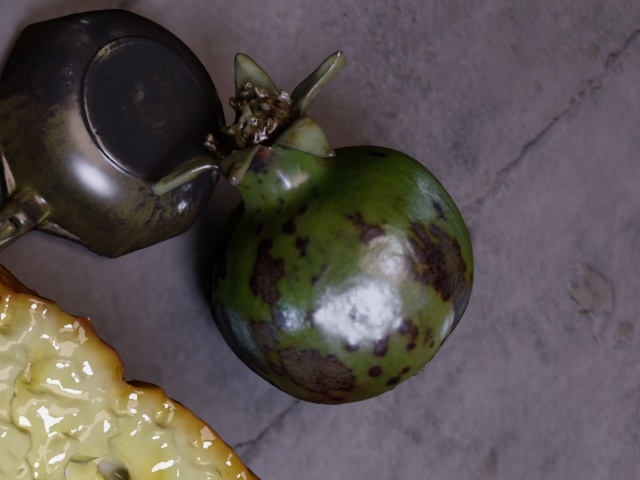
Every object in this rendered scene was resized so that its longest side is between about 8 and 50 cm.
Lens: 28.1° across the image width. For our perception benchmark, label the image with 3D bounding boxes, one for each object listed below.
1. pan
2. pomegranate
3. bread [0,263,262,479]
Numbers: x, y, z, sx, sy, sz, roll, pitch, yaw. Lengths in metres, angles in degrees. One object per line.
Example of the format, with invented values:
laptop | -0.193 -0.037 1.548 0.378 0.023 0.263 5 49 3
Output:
pan | -0.109 -0.029 0.640 0.128 0.048 0.201 31 60 -29
pomegranate | 0.005 0.003 0.650 0.148 0.149 0.169 -62 143 -32
bread | -0.163 0.111 0.476 0.340 0.179 0.194 43 57 -24
